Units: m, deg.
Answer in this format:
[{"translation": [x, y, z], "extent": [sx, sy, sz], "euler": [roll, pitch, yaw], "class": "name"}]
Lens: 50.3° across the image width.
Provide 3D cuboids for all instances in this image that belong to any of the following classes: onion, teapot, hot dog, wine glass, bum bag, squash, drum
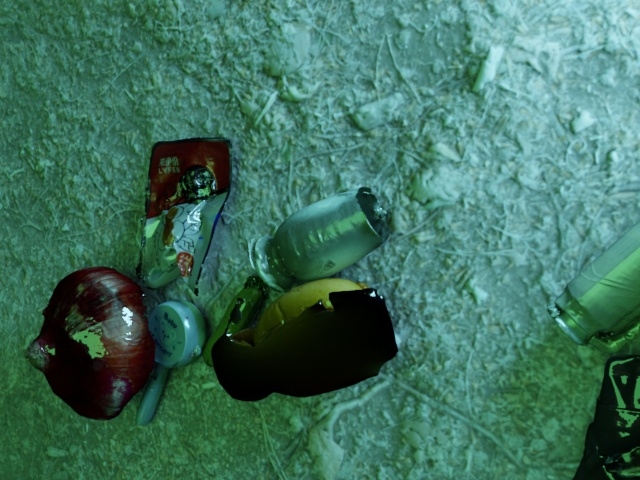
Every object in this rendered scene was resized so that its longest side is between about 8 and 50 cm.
[{"translation": [-0.414, 0.177, 1.171], "extent": [0.272, 0.195, 0.272], "euler": [-4, 84, 49], "class": "onion"}, {"translation": [0.394, 0.056, 0.862], "extent": [0.107, 0.077, 0.200], "euler": [43, 110, -2], "class": "teapot"}, {"translation": [-0.023, 0.131, 1.034], "extent": [0.326, 0.107, 0.194], "euler": [-10, 116, 27], "class": "hot dog"}, {"translation": [0.000, 0.000, 1.029], "extent": [0.204, 0.111, 0.111], "euler": [-27, 80, 25], "class": "wine glass"}, {"translation": [0.399, 0.267, 0.869], "extent": [0.123, 0.060, 0.248], "euler": [15, 100, 21], "class": "bum bag"}, {"translation": [-0.143, 0.140, 1.140], "extent": [0.052, 0.052, 0.183], "euler": [38, 104, 20], "class": "squash"}, {"translation": [-0.289, 0.208, 1.211], "extent": [0.253, 0.049, 0.130], "euler": [-51, 62, 27], "class": "drum"}]

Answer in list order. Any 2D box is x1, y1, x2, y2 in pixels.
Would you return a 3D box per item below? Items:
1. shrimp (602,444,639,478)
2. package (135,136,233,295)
[{"translation": [0.411, 0.341, 0.812], "extent": [0.364, 0.071, 0.233], "euler": [-13, 86, 27], "class": "shrimp"}, {"translation": [-0.237, -0.042, 1.176], "extent": [0.194, 0.071, 0.270], "euler": [4, 80, 24], "class": "package"}]
